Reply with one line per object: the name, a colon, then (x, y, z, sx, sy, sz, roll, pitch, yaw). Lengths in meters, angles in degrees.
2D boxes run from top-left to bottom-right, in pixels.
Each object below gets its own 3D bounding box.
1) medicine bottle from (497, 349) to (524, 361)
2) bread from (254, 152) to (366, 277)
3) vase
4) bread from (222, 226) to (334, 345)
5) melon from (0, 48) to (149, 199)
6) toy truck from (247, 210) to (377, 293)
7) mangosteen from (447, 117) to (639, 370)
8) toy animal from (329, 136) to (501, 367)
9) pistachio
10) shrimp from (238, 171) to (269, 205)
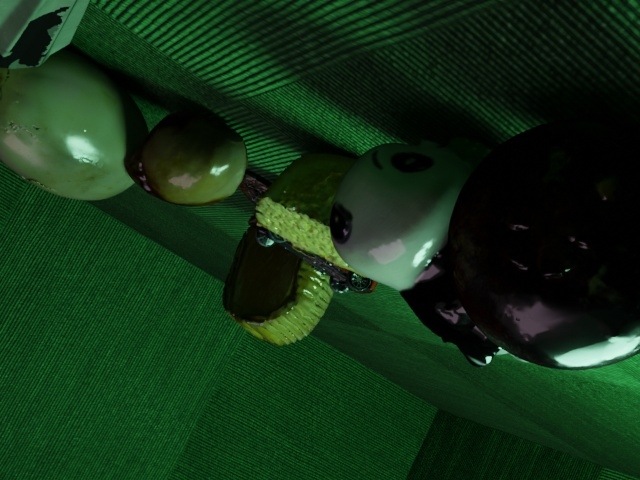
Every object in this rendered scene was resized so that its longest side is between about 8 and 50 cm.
medicine bottle: (0.272, 0.104, 1.333, 0.215, 0.135, 0.135, 35, 166, -30)
bread: (0.028, -0.046, 1.236, 0.229, 0.139, 0.143, 26, 166, 7)
vase: (-0.312, -0.292, 0.942, 0.165, 0.165, 0.360, 34, 163, -27)
bread: (-0.075, 0.077, 1.711, 0.227, 0.253, 0.142, 9, 161, 35)
melon: (-0.424, -0.191, 1.413, 0.223, 0.223, 0.317, 18, 170, 38)
toy truck: (0.000, 0.000, 1.552, 0.252, 0.114, 0.107, 32, 165, -13)
mangosteen: (0.257, 0.008, 0.812, 0.231, 0.231, 0.289, 17, -175, 41)
toy animal: (0.148, -0.013, 0.982, 0.266, 0.212, 0.212, 39, 168, 0)
pistachio: (-0.216, -0.131, 1.389, 0.210, 0.130, 0.165, -13, 111, 14)
shrimp: (-0.110, -0.084, 1.631, 0.091, 0.034, 0.161, 18, 163, 36)
